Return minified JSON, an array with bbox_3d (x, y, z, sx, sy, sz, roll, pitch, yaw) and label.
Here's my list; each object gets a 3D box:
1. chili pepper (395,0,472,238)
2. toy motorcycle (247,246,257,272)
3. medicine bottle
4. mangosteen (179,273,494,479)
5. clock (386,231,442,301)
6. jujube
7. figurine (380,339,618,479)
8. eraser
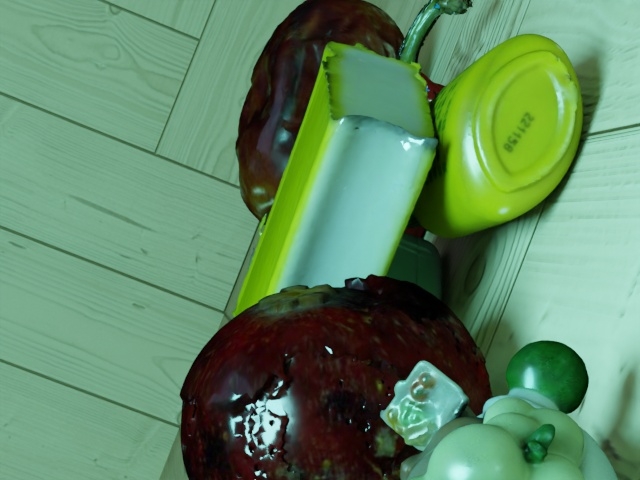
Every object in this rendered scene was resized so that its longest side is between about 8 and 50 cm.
[{"bbox_3d":[0.039,-0.026,1.091,0.110,0.110,0.387,147,140,-78],"label":"chili pepper"},{"bbox_3d":[-0.083,0.138,1.536,0.171,0.089,0.298,-98,30,-73],"label":"toy motorcycle"},{"bbox_3d":[0.086,-0.051,0.872,0.309,0.076,0.111,153,140,-79],"label":"medicine bottle"},{"bbox_3d":[0.010,0.109,0.698,0.166,0.166,0.180,-90,-4,-72],"label":"mangosteen"},{"bbox_3d":[0.021,0.104,0.953,0.159,0.066,0.210,-81,13,-63],"label":"clock"},{"bbox_3d":[0.010,-0.125,1.338,0.183,0.183,0.243,127,154,-66],"label":"jujube"},{"bbox_3d":[0.060,0.105,0.529,0.147,0.094,0.197,-57,5,-5],"label":"figurine"},{"bbox_3d":[0.000,0.000,0.833,0.158,0.069,0.226,-94,23,-63],"label":"eraser"}]
